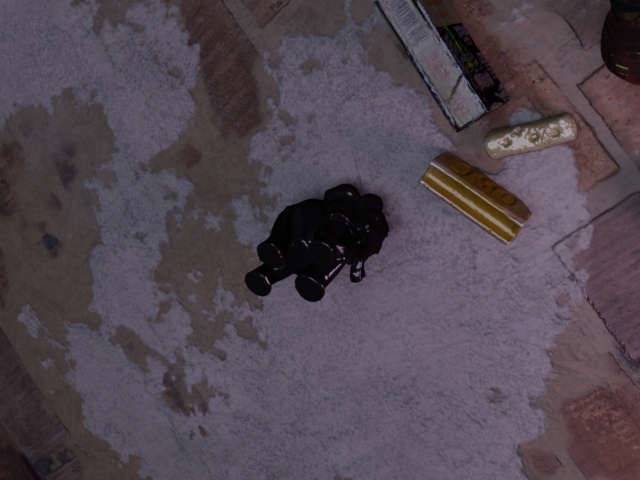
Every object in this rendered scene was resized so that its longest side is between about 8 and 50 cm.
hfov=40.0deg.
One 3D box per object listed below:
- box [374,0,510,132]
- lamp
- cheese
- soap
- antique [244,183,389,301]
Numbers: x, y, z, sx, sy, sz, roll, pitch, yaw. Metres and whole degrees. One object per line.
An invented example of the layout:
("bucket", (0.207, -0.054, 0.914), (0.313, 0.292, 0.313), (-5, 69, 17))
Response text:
("box", (0.250, -0.380, 1.778), (0.084, 0.198, 0.310), (-32, 90, 29))
("lamp", (0.627, -0.375, 1.589), (0.247, 0.247, 0.247), (7, 108, 24))
("cheese", (0.436, -0.215, 1.829), (0.194, 0.043, 0.065), (-13, 104, 26))
("soap", (0.331, -0.092, 1.857), (0.232, 0.140, 0.073), (36, 117, 12))
("antique", (0.000, 0.000, 1.985), (0.322, 0.255, 0.185), (0, 121, 36))
